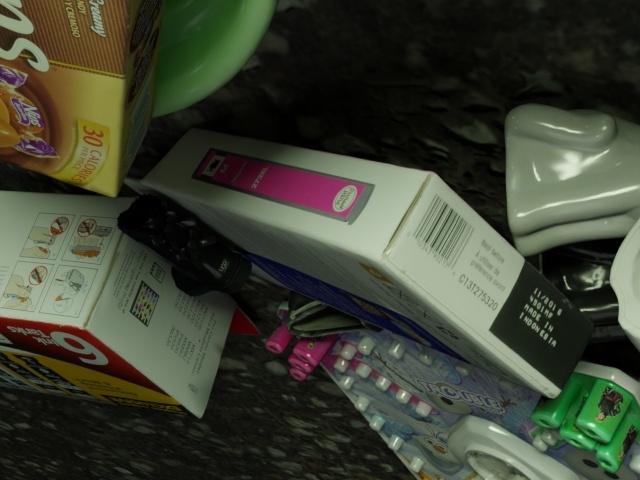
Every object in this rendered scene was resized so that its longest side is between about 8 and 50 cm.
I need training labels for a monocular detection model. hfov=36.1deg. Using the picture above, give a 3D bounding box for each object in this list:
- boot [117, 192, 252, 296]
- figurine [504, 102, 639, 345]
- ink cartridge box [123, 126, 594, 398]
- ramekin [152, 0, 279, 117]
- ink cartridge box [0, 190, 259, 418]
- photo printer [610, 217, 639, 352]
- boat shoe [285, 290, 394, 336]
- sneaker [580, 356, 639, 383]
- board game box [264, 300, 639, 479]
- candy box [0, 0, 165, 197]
[{"bbox_3d":[-0.119,0.005,0.790,0.099,0.045,0.121,34,163,-26],"label":"boot"},{"bbox_3d":[0.239,-0.012,0.633,0.209,0.092,0.215,-6,145,20],"label":"figurine"},{"bbox_3d":[0.000,0.000,0.704,0.175,0.069,0.371,38,166,-34],"label":"ink cartridge box"},{"bbox_3d":[-0.143,-0.200,0.414,0.303,0.148,0.303,12,151,7],"label":"ramekin"},{"bbox_3d":[-0.254,0.073,0.953,0.309,0.130,0.272,4,152,26],"label":"ink cartridge box"},{"bbox_3d":[0.327,0.010,0.504,0.256,0.107,0.307,24,135,-30],"label":"photo printer"},{"bbox_3d":[0.061,0.046,0.822,0.219,0.070,0.077,-13,140,42],"label":"boat shoe"},{"bbox_3d":[0.220,0.171,0.957,0.161,0.102,0.282,24,153,14],"label":"sneaker"},{"bbox_3d":[0.173,0.221,0.930,0.390,0.050,0.390,8,144,47],"label":"board game box"},{"bbox_3d":[-0.117,-0.095,0.373,0.109,0.053,0.187,19,152,-5],"label":"candy box"}]
